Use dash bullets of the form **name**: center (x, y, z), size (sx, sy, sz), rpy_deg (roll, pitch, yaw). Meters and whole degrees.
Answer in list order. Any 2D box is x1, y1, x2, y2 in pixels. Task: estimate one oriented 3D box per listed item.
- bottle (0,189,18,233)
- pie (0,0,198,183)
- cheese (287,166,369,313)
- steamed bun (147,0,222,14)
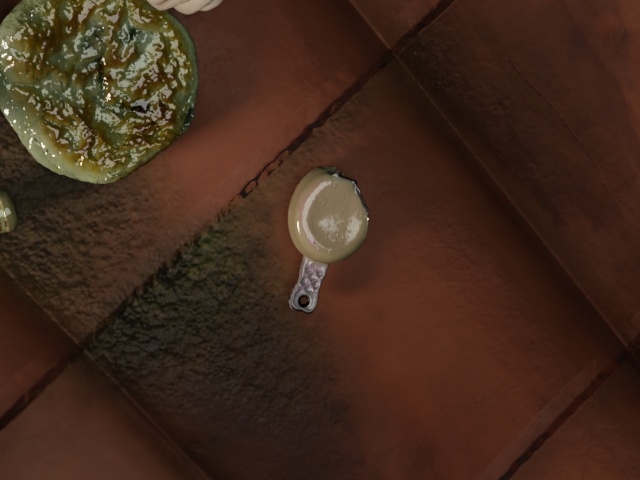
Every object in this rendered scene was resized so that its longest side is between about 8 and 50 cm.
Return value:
- **bottle**: center (-0.380, -0.018, 1.940), size (0.101, 0.047, 0.063), rpy_deg (-18, 113, -17)
- **pie**: center (-0.245, -0.178, 1.967), size (0.240, 0.054, 0.241), rpy_deg (-3, 99, -23)
- **cheese**: center (0.007, 0.000, 2.088), size (0.092, 0.047, 0.171), rpy_deg (-3, 97, -18)
- **steamed bun**: center (-0.141, -0.329, 1.925), size (0.183, 0.106, 0.183), rpy_deg (8, 81, -63)
